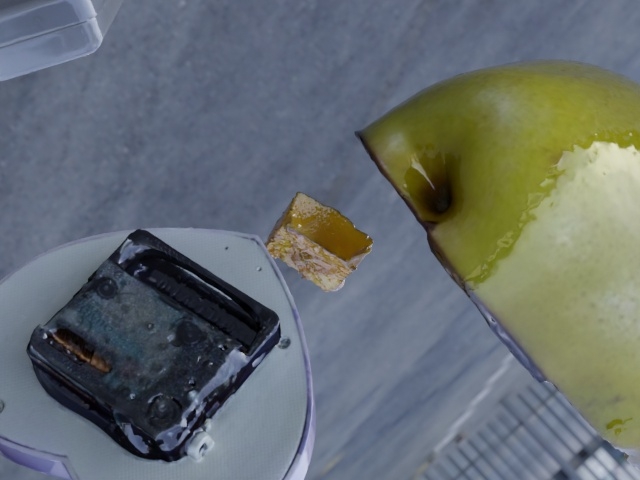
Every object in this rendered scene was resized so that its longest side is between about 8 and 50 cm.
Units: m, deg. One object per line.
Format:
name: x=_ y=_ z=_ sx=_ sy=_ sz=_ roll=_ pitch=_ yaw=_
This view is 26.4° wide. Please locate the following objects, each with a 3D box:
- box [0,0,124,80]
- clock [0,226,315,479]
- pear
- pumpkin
box: x=-0.217 y=-0.204 z=1.141 sx=0.103 sy=0.055 sz=0.244 roll=-16 pitch=-157 yaw=7
clock: x=-0.084 y=0.059 z=0.706 sx=0.172 sy=0.198 sz=0.064 roll=-49 pitch=158 yaw=-22
pear: x=0.210 y=-0.004 z=0.964 sx=0.191 sy=0.340 sz=0.386 roll=-39 pitch=146 yaw=8
pumpkin: x=0.000 y=0.000 z=1.159 sx=0.054 sy=0.083 sz=0.074 roll=-59 pitch=-173 yaw=-28
